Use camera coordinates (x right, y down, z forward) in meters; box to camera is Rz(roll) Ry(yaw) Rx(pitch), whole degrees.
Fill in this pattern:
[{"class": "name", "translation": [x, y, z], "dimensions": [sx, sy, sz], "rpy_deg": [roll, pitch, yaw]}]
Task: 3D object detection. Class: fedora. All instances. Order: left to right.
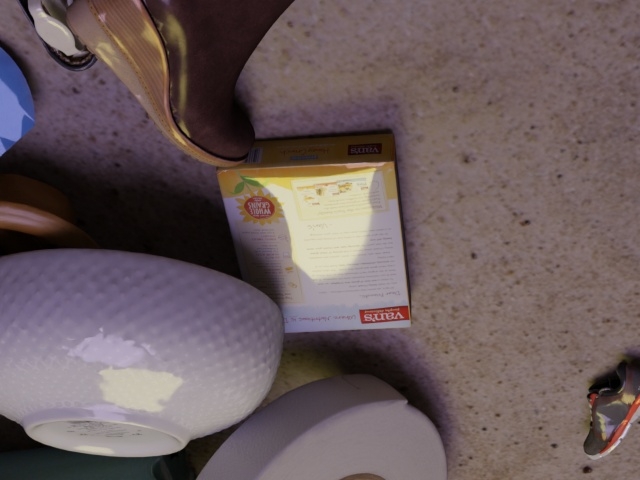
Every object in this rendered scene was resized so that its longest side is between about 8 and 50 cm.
[{"class": "fedora", "translation": [-0.297, -0.007, 1.163], "dimensions": [0.194, 0.079, 0.194], "rpy_deg": [2, 150, 1]}]

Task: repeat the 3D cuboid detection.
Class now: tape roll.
[{"class": "tape roll", "translation": [-0.009, 0.341, 1.337], "dimensions": [0.392, 0.072, 0.392], "rpy_deg": [-22, 125, -35]}]

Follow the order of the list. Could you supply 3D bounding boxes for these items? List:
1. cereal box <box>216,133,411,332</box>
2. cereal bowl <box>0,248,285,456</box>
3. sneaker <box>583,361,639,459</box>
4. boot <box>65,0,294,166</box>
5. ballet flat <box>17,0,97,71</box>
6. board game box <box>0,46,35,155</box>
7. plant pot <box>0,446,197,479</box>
[{"class": "cereal box", "translation": [0.000, 0.000, 1.191], "dimensions": [0.173, 0.047, 0.240], "rpy_deg": [-2, 135, 6]}, {"class": "cereal bowl", "translation": [-0.208, 0.134, 1.185], "dimensions": [0.339, 0.141, 0.339], "rpy_deg": [3, 158, 1]}, {"class": "sneaker", "translation": [0.341, 0.194, 1.376], "dimensions": [0.065, 0.061, 0.158], "rpy_deg": [32, 131, 9]}, {"class": "boot", "translation": [-0.068, -0.177, 0.998], "dimensions": [0.207, 0.090, 0.248], "rpy_deg": [-30, 139, 14]}, {"class": "ballet flat", "translation": [-0.235, -0.223, 0.969], "dimensions": [0.074, 0.074, 0.203], "rpy_deg": [-12, 132, 13]}, {"class": "board game box", "translation": [-0.349, -0.121, 1.078], "dimensions": [0.169, 0.033, 0.133], "rpy_deg": [-41, 109, 7]}, {"class": "plant pot", "translation": [-0.314, 0.388, 1.404], "dimensions": [0.334, 0.341, 0.341], "rpy_deg": [-12, 133, 2]}]
